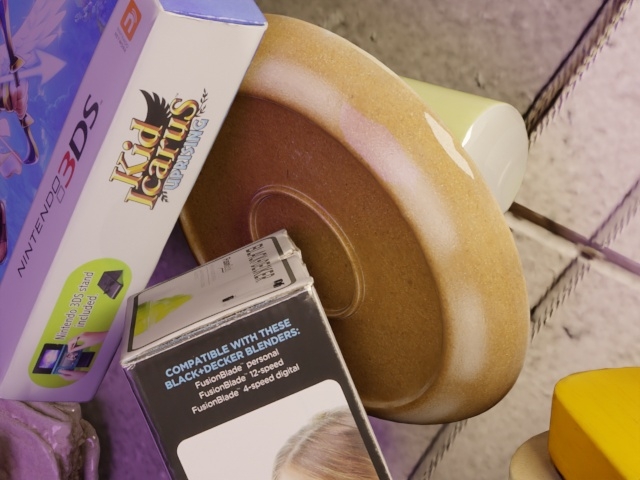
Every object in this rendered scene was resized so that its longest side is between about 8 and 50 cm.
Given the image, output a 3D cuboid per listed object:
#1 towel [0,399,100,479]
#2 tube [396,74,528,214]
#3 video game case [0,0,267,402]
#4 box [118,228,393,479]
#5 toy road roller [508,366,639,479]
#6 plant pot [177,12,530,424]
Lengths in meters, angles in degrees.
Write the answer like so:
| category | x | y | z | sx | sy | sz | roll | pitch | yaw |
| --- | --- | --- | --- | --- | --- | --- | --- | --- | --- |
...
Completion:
| category | x | y | z | sx | sy | sz | roll | pitch | yaw |
| --- | --- | --- | --- | --- | --- | --- | --- | --- | --- |
| towel | -0.228 | 0.198 | 1.155 | 0.187 | 0.049 | 0.282 | 27 | 119 | 31 |
| tube | -0.008 | -0.061 | 0.900 | 0.240 | 0.062 | 0.070 | 19 | 81 | 38 |
| video game case | -0.144 | -0.095 | 0.925 | 0.244 | 0.061 | 0.269 | -62 | 40 | 31 |
| box | 0.004 | 0.151 | 0.800 | 0.087 | 0.169 | 0.290 | -22 | 100 | -2 |
| toy road roller | 0.230 | 0.194 | 0.730 | 0.329 | 0.241 | 0.202 | -130 | 40 | -65 |
| plant pot | 0.000 | 0.000 | 0.872 | 0.236 | 0.032 | 0.236 | 31 | 141 | 30 |
